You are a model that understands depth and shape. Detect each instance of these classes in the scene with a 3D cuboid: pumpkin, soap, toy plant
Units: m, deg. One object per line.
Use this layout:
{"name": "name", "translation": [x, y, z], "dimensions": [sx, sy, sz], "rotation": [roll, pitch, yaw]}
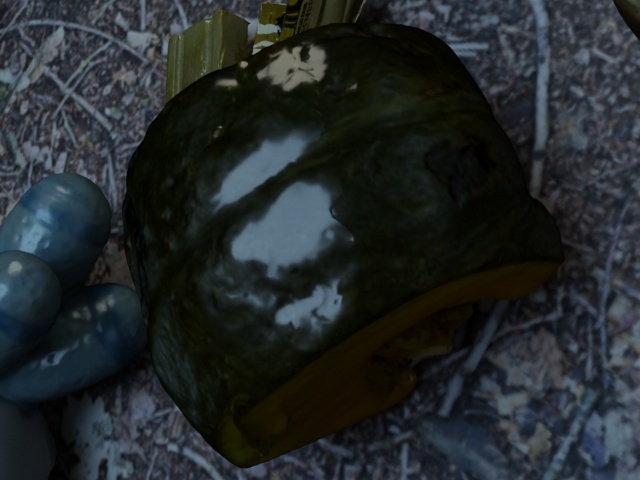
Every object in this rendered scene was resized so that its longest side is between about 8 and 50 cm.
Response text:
{"name": "pumpkin", "translation": [0.000, 0.000, 0.901], "dimensions": [0.303, 0.256, 0.225], "rotation": [-50, 57, 35]}
{"name": "soap", "translation": [-0.103, -0.075, 1.119], "dimensions": [0.092, 0.037, 0.252], "rotation": [-18, 67, 49]}
{"name": "toy plant", "translation": [-0.294, 0.087, 1.124], "dimensions": [0.247, 0.247, 0.332], "rotation": [29, 93, 38]}

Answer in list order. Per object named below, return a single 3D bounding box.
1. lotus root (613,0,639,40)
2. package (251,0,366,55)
{"name": "lotus root", "translation": [0.305, -0.240, 0.848], "dimensions": [0.260, 0.074, 0.170], "rotation": [-48, 53, 17]}
{"name": "package", "translation": [-0.010, -0.184, 1.080], "dimensions": [0.131, 0.047, 0.071], "rotation": [-11, 67, 61]}
